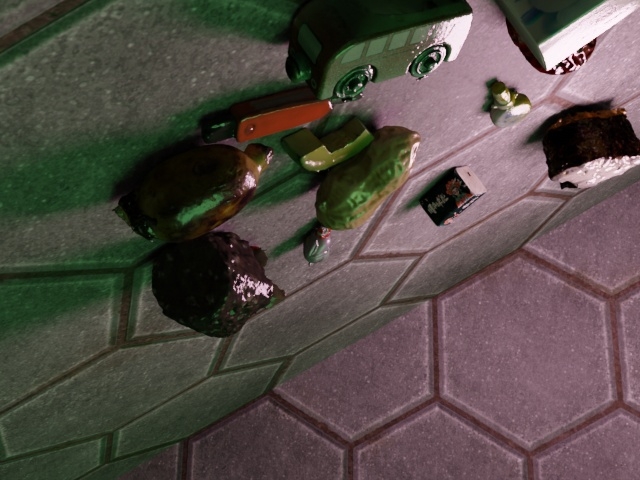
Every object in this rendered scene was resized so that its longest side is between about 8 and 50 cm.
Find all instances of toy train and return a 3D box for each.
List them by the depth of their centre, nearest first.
[{"bbox_3d":[0.095,-0.335,1.275,0.326,0.129,0.159,-20,154,-23],"label":"toy train"}]

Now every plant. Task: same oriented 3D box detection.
[{"bbox_3d":[-0.222,0.101,1.803,0.213,0.215,0.312,-37,163,13],"label":"plant"}]

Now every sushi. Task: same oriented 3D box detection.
[{"bbox_3d":[0.793,-0.273,2.337,0.349,0.207,0.234,-7,163,-37],"label":"sushi"}]

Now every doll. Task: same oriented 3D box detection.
[{"bbox_3d":[0.000,0.000,2.087,0.094,0.079,0.180,-44,165,-52],"label":"doll"}]

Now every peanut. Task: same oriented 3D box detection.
[{"bbox_3d":[0.102,-0.145,1.760,0.153,0.140,0.325,9,139,-36],"label":"peanut"}]

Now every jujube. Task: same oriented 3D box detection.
[{"bbox_3d":[0.452,-0.418,1.547,0.155,0.155,0.230,-40,152,27],"label":"jujube"}]

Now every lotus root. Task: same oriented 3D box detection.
[{"bbox_3d":[-0.220,-0.089,1.424,0.314,0.141,0.169,-28,165,-7],"label":"lotus root"}]

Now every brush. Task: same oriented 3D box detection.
[{"bbox_3d":[-0.066,-0.237,1.421,0.323,0.051,0.070,-17,152,-23],"label":"brush"}]

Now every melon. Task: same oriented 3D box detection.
[{"bbox_3d":[0.020,-0.198,1.622,0.210,0.064,0.118,-25,156,-19],"label":"melon"}]

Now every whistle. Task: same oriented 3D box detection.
[{"bbox_3d":[0.450,-0.337,1.904,0.104,0.057,0.198,-29,154,17],"label":"whistle"}]

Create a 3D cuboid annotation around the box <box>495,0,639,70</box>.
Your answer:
[{"bbox_3d":[0.341,-0.429,1.157,0.203,0.274,0.116,-33,162,14],"label":"box"}]

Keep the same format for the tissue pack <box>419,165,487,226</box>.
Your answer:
[{"bbox_3d":[0.380,-0.126,2.257,0.090,0.103,0.170,-20,161,-45],"label":"tissue pack"}]

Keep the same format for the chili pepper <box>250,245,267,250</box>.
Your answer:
[{"bbox_3d":[-0.217,0.058,1.972,0.178,0.027,0.045,-30,-160,1],"label":"chili pepper"}]
